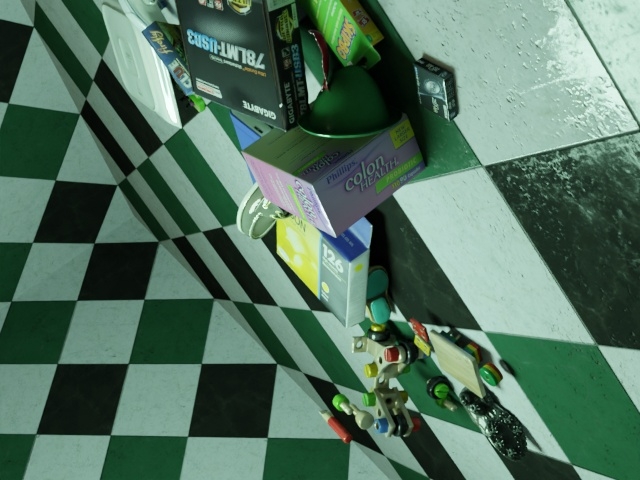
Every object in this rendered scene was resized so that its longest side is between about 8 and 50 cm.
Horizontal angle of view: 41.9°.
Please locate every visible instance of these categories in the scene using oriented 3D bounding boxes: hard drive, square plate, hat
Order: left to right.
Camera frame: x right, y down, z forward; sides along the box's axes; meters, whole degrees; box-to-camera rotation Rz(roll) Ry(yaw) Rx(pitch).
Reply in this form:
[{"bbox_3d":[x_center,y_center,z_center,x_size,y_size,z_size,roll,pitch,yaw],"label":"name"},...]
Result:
[{"bbox_3d":[-0.493,-0.496,2.238,0.347,0.049,0.344,37,145,50],"label":"square plate"},{"bbox_3d":[-0.117,-0.166,2.077,0.210,0.040,0.319,40,159,33],"label":"hard drive"},{"bbox_3d":[0.042,-0.274,1.333,0.208,0.173,0.184,-129,29,-61],"label":"hat"}]

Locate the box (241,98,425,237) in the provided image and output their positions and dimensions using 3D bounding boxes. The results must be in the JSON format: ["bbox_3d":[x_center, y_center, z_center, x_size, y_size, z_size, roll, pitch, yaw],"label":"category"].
[{"bbox_3d":[0.020,-0.144,1.483,0.243,0.213,0.117,28,150,51],"label":"box"}]

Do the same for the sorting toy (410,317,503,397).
[{"bbox_3d":[0.303,0.254,1.822,0.274,0.046,0.132,33,155,45],"label":"sorting toy"}]

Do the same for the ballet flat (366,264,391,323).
[{"bbox_3d":[0.119,0.115,1.977,0.073,0.080,0.232,58,168,36],"label":"ballet flat"}]

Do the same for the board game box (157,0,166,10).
[{"bbox_3d":[-0.430,-0.577,2.014,0.090,0.020,0.090,-28,103,30],"label":"board game box"}]

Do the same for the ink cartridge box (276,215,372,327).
[{"bbox_3d":[0.000,0.000,1.908,0.303,0.072,0.307,47,152,37],"label":"ink cartridge box"}]

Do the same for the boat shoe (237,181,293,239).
[{"bbox_3d":[-0.091,-0.102,1.846,0.091,0.109,0.305,49,129,20],"label":"boat shoe"}]

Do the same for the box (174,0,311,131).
[{"bbox_3d":[-0.146,-0.367,1.459,0.295,0.073,0.293,30,136,42],"label":"box"}]

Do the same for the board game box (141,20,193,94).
[{"bbox_3d":[-0.304,-0.410,1.884,0.165,0.042,0.243,54,-168,-6],"label":"board game box"}]

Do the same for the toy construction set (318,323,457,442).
[{"bbox_3d":[0.129,0.350,2.075,0.237,0.308,0.257,33,147,57],"label":"toy construction set"}]

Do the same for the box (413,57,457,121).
[{"bbox_3d":[0.173,-0.227,1.258,0.067,0.018,0.083,39,158,37],"label":"box"}]

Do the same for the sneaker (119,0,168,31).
[{"bbox_3d":[-0.420,-0.584,1.931,0.091,0.094,0.258,-23,112,31],"label":"sneaker"}]

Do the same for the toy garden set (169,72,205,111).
[{"bbox_3d":[-0.389,-0.460,2.175,0.204,0.049,0.244,47,162,16],"label":"toy garden set"}]

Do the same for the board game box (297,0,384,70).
[{"bbox_3d":[0.009,-0.385,1.340,0.259,0.039,0.124,56,163,-5],"label":"board game box"}]

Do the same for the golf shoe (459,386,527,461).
[{"bbox_3d":[0.391,0.407,1.880,0.198,0.077,0.094,54,175,18],"label":"golf shoe"}]
